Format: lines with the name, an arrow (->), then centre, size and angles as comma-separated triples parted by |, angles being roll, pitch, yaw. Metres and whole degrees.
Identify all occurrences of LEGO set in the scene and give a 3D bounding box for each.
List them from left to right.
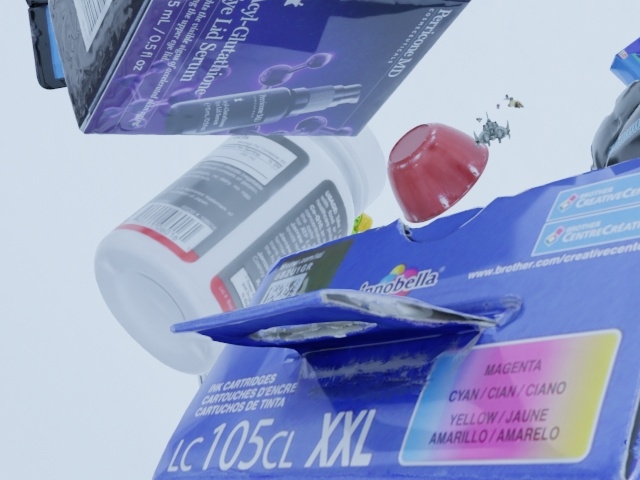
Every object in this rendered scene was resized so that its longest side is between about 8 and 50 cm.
LEGO set -> 0.225, -0.146, 1.421 | 0.054, 0.023, 0.083 | 10, 126, -13

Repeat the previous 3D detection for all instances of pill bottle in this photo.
pill bottle -> -0.069, -0.015, 1.096 | 0.161, 0.283, 0.161 | 28, 141, 25

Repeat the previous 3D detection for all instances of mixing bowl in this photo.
mixing bowl -> 0.176, -0.128, 1.834 | 0.181, 0.181, 0.098 | -25, 120, 40

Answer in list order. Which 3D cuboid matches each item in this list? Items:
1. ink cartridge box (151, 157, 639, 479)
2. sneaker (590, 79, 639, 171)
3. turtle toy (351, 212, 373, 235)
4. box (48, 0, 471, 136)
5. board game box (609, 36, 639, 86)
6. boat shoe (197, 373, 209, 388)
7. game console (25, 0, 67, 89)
ink cartridge box -> 0.118, 0.119, 0.501 | 0.395, 0.151, 0.270 | 44, 146, -23
sneaker -> 0.280, -0.121, 0.623 | 0.125, 0.139, 0.341 | 22, 118, -8
turtle toy -> 0.000, 0.000, 1.386 | 0.095, 0.130, 0.066 | 26, 169, -24
box -> -0.040, -0.148, 0.681 | 0.153, 0.207, 0.108 | -49, 52, 49
board game box -> 0.519, -0.210, 1.489 | 0.210, 0.160, 0.047 | 50, 170, 17
boat shoe -> -0.090, 0.200, 1.300 | 0.095, 0.084, 0.258 | -172, 74, -73
game console -> -0.183, -0.208, 1.005 | 0.124, 0.144, 0.085 | -30, 82, 50
